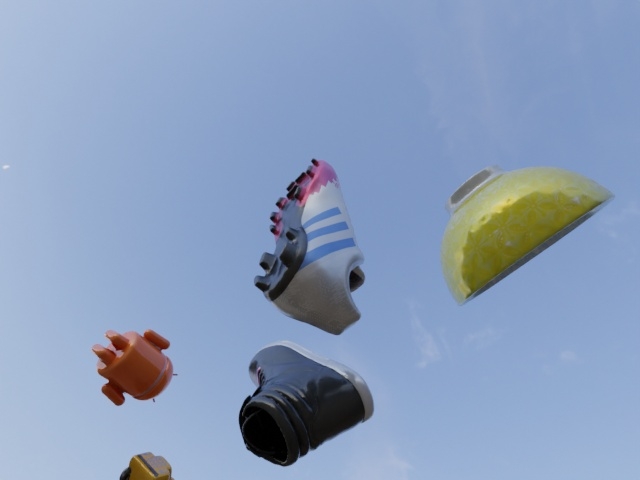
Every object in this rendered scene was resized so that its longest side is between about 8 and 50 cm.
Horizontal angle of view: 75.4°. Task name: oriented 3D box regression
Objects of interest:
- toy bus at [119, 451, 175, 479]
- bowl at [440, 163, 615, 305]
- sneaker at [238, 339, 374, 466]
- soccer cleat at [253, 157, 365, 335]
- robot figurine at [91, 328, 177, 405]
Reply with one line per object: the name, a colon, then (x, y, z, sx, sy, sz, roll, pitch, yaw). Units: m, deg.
toy bus: (-0.396, 0.654, 0.920, 0.108, 0.130, 0.333, 13, -95, 42)
bowl: (0.304, -0.033, 0.700, 0.289, 0.289, 0.156, -42, -111, 19)
sneaker: (-0.073, 0.227, 0.612, 0.295, 0.146, 0.105, -6, -83, 53)
soccer cleat: (0.000, 0.000, 0.607, 0.143, 0.331, 0.116, 36, -58, -18)
robot figurine: (-0.461, 0.315, 1.033, 0.128, 0.158, 0.219, -26, -57, 15)
